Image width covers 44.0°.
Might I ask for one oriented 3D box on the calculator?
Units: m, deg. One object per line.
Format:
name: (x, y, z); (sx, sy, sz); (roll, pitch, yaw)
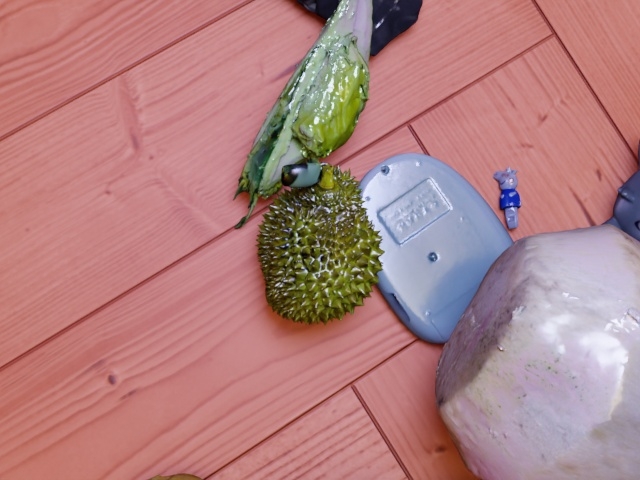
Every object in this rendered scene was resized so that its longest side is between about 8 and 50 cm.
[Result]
calculator: (0.159, 0.024, 1.026); (0.185, 0.041, 0.299); (-33, 89, -9)

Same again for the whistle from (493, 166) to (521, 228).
whistle: (0.250, -0.056, 1.054); (0.033, 0.029, 0.083); (-10, 77, 29)

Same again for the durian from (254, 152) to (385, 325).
durian: (0.000, 0.005, 0.953); (0.146, 0.159, 0.198); (8, 79, -19)

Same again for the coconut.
coconut: (0.313, 0.157, 0.887); (0.352, 0.352, 0.353); (1, 83, -7)

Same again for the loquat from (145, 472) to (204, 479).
loquat: (-0.172, 0.341, 0.923); (0.137, 0.113, 0.137); (1, 88, -32)

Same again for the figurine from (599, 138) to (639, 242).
figurine: (0.507, -0.033, 1.029); (0.265, 0.140, 0.193); (11, 105, -17)

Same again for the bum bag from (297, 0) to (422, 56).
bum bag: (-0.024, -0.365, 1.025); (0.340, 0.095, 0.144); (27, 79, -6)

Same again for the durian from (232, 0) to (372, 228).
durian: (-0.002, -0.169, 0.979); (0.106, 0.132, 0.375); (25, 94, -8)
